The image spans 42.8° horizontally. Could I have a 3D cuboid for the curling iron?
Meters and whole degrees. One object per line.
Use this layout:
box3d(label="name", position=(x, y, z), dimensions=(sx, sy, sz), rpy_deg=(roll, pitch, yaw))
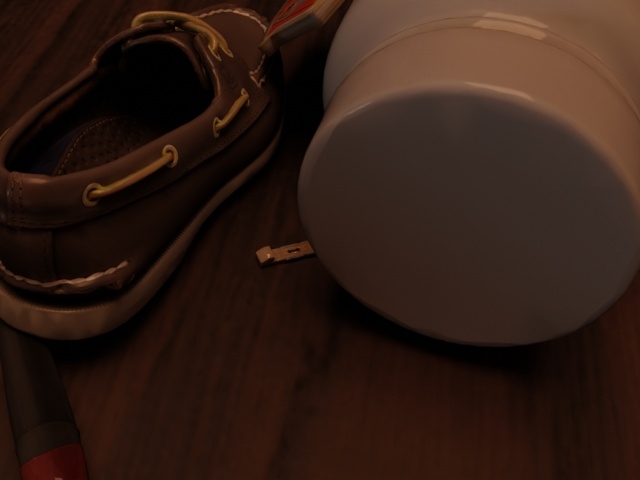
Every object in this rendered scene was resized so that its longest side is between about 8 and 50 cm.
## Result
box3d(label="curling iron", position=(-0.112, 0.106, 0.384), dimensions=(0.068, 0.035, 0.274), rpy_deg=(-2, 38, -41))

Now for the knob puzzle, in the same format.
box3d(label="knob puzzle", position=(0.017, -0.203, 0.544), dimensions=(0.030, 0.213, 0.213), rpy_deg=(41, 44, -17))

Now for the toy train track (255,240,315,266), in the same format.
box3d(label="toy train track", position=(0.000, 0.000, 0.514), dimensions=(0.083, 0.014, 0.048), rpy_deg=(-14, 50, -20))

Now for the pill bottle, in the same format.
box3d(label="pill bottle", position=(0.121, -0.122, 0.519), dimensions=(0.204, 0.204, 0.361), rpy_deg=(17, 47, 7))

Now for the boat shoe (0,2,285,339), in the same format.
box3d(label="boat shoe", position=(-0.096, -0.081, 0.507), dimensions=(0.117, 0.096, 0.324), rpy_deg=(17, 41, 9))
